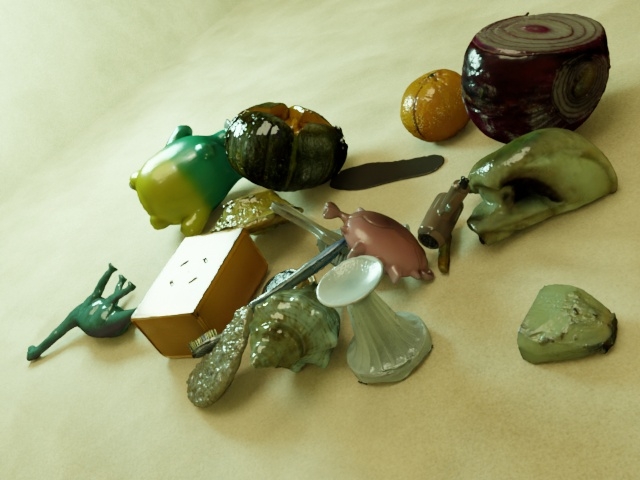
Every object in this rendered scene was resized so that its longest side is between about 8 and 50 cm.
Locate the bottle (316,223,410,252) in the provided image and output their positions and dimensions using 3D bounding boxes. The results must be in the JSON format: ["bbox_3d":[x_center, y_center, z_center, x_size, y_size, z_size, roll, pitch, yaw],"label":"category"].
[{"bbox_3d":[0.096,-0.008,1.729,0.217,0.060,0.060,-11,36,32],"label":"bottle"}]

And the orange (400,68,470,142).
[{"bbox_3d":[0.289,-0.339,1.940,0.193,0.161,0.193,-26,29,16],"label":"orange"}]

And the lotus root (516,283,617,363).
[{"bbox_3d":[0.404,0.129,1.261,0.144,0.070,0.143,-1,43,39],"label":"lotus root"}]

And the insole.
[{"bbox_3d":[0.160,-0.170,1.957,0.328,0.007,0.111,-7,40,34],"label":"insole"}]

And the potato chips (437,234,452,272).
[{"bbox_3d":[0.254,-0.002,1.616,0.026,0.037,0.204,-26,35,27],"label":"potato chips"}]

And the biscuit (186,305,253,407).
[{"bbox_3d":[-0.201,0.251,1.543,0.250,0.032,0.133,-51,28,26],"label":"biscuit"}]

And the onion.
[{"bbox_3d":[0.472,-0.335,1.688,0.337,0.260,0.282,-27,34,-30],"label":"onion"}]

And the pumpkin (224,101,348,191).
[{"bbox_3d":[-0.097,-0.244,2.022,0.321,0.192,0.320,12,24,-5],"label":"pumpkin"}]

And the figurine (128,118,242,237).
[{"bbox_3d":[-0.358,-0.179,2.191,0.340,0.231,0.323,-32,73,-10],"label":"figurine"}]

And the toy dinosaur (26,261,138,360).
[{"bbox_3d":[-0.574,0.232,1.948,0.331,0.129,0.383,-51,36,-11],"label":"toy dinosaur"}]

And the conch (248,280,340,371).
[{"bbox_3d":[-0.040,0.172,1.518,0.203,0.169,0.386,-6,2,26],"label":"conch"}]

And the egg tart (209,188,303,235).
[{"bbox_3d":[-0.161,-0.064,1.915,0.241,0.105,0.241,-16,1,0],"label":"egg tart"}]

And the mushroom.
[{"bbox_3d":[0.395,-0.143,1.550,0.292,0.212,0.217,-32,38,11],"label":"mushroom"}]

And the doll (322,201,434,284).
[{"bbox_3d":[0.117,0.001,1.572,0.093,0.262,0.211,-62,-3,28],"label":"doll"}]

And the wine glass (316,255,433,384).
[{"bbox_3d":[0.093,0.140,1.395,0.165,0.196,0.165,-20,34,14],"label":"wine glass"}]

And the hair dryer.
[{"bbox_3d":[0.252,-0.068,1.533,0.064,0.181,0.117,29,59,6],"label":"hair dryer"}]

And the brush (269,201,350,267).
[{"bbox_3d":[0.000,0.000,1.719,0.327,0.070,0.065,32,109,36],"label":"brush"}]

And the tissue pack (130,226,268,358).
[{"bbox_3d":[-0.268,0.120,1.778,0.195,0.145,0.274,-6,38,32],"label":"tissue pack"}]

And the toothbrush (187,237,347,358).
[{"bbox_3d":[-0.102,0.115,1.620,0.413,0.035,0.042,-35,58,0],"label":"toothbrush"}]

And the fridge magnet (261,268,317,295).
[{"bbox_3d":[-0.073,0.115,1.696,0.143,0.063,0.143,-24,34,17],"label":"fridge magnet"}]
